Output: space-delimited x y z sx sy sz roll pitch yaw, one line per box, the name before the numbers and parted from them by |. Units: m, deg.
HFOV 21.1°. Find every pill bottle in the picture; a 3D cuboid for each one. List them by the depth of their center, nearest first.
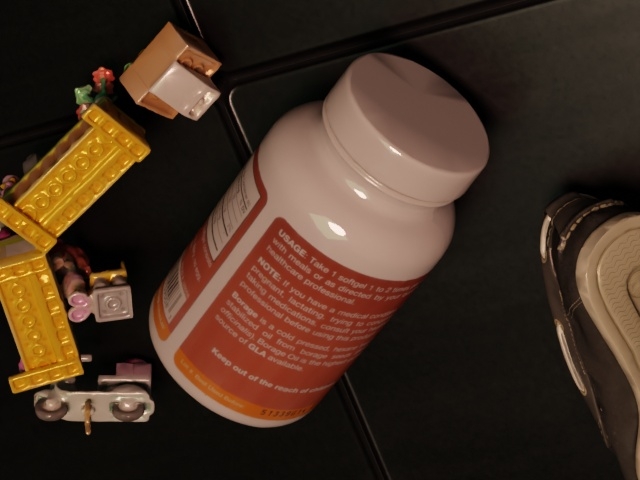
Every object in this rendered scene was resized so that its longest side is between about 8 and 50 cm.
pill bottle | 0.000 0.000 0.977 0.121 0.121 0.216 39 126 1

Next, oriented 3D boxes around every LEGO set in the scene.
LEGO set | -0.153 -0.021 1.074 0.132 0.107 0.287 4 119 -17

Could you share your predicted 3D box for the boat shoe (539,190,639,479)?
boat shoe | 0.184 0.076 0.975 0.079 0.084 0.233 26 144 58
